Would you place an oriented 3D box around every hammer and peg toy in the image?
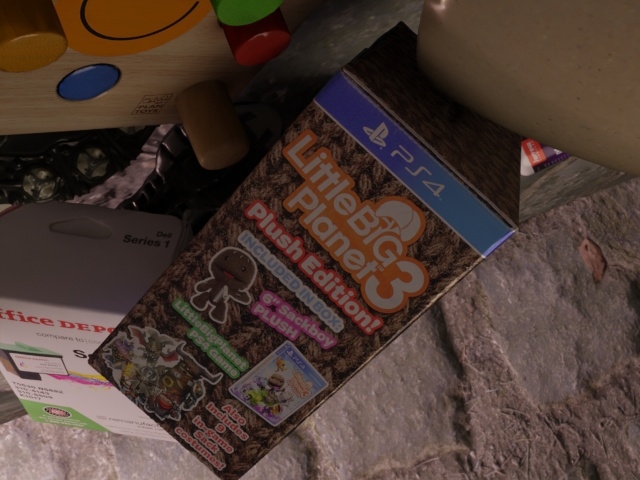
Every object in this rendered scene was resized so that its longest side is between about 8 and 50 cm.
[{"bbox_3d":[-0.063,-0.136,0.469,0.361,0.127,0.266,-12,162,-45],"label":"hammer and peg toy"}]

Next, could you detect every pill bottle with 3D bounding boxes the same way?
[{"bbox_3d":[0.332,-0.164,1.228,0.193,0.108,0.108,-26,169,15],"label":"pill bottle"}]

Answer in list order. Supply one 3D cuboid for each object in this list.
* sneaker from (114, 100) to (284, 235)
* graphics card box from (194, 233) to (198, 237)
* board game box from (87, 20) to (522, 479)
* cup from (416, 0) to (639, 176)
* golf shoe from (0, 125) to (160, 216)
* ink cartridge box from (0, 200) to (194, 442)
[{"bbox_3d":[-0.131,-0.068,0.856,0.267,0.101,0.106,-34,-170,34],"label":"sneaker"},{"bbox_3d":[-0.047,-0.028,0.936,0.371,0.094,0.233,-34,-169,44],"label":"graphics card box"},{"bbox_3d":[0.000,0.000,0.623,0.291,0.141,0.232,-46,-175,25],"label":"board game box"},{"bbox_3d":[0.252,-0.155,0.467,0.331,0.237,0.331,-44,165,-15],"label":"cup"},{"bbox_3d":[-0.248,-0.066,0.609,0.273,0.105,0.120,-32,-156,-10],"label":"golf shoe"},{"bbox_3d":[-0.226,0.093,0.842,0.201,0.117,0.278,7,143,6],"label":"ink cartridge box"}]
